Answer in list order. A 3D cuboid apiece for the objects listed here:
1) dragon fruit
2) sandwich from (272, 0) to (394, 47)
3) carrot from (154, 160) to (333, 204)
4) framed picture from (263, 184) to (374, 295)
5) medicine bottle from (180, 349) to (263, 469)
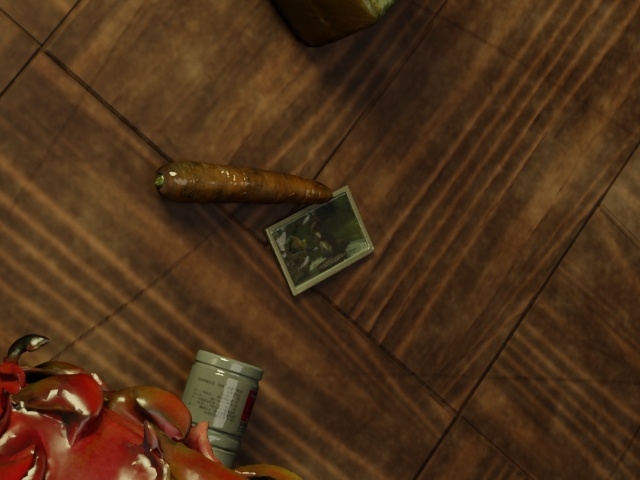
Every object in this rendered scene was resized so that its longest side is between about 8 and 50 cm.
[{"bbox_3d":[-0.167,0.202,1.006,0.307,0.227,0.243,-19,133,5],"label":"dragon fruit"},{"bbox_3d":[-0.022,-0.285,1.125,0.235,0.128,0.122,50,63,-20],"label":"sandwich"},{"bbox_3d":[-0.060,-0.045,1.164,0.165,0.036,0.035,3,91,-27],"label":"carrot"},{"bbox_3d":[0.000,0.000,1.213,0.089,0.007,0.066,-28,104,-23],"label":"framed picture"},{"bbox_3d":[-0.087,0.140,1.146,0.058,0.058,0.091,21,83,-26],"label":"medicine bottle"}]
